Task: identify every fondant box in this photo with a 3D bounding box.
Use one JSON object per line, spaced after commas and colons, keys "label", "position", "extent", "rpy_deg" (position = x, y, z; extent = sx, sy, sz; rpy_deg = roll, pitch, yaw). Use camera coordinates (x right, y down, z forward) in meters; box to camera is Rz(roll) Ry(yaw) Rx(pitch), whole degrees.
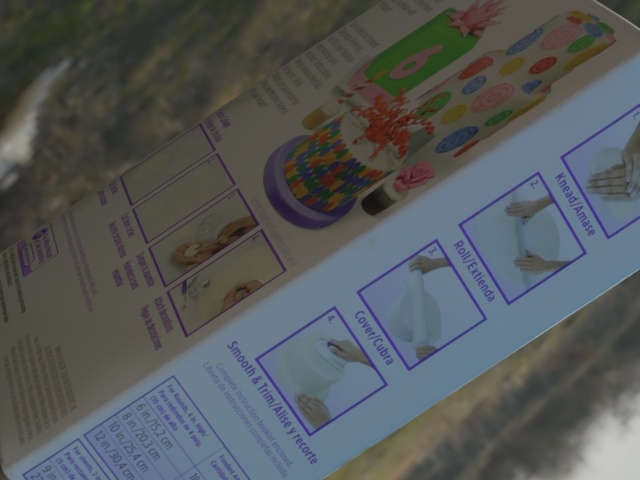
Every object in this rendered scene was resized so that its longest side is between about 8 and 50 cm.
{"label": "fondant box", "position": [0.000, 0.000, 0.924], "extent": [0.330, 0.096, 0.238], "rpy_deg": [-34, -156, 1]}
